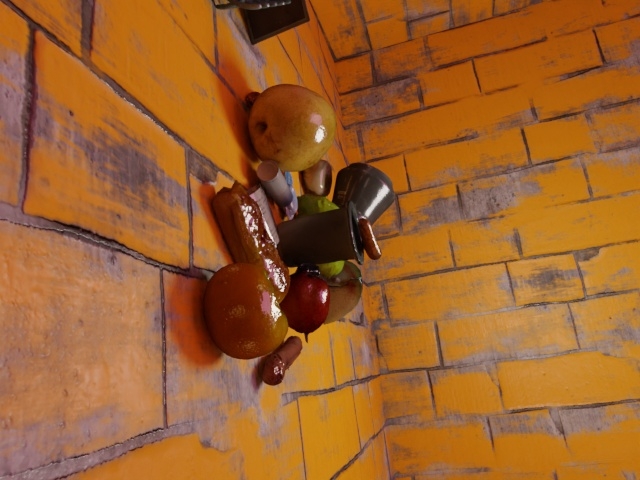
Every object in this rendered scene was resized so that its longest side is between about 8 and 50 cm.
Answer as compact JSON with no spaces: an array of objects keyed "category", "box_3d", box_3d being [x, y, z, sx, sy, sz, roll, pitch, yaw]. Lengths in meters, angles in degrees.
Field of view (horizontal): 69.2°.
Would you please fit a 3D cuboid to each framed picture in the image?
[{"category":"framed picture","box_3d":[-0.177,-0.887,1.724,0.018,0.293,0.231,-30,111,-50]}]

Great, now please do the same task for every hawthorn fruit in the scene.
[{"category":"hawthorn fruit","box_3d":[-0.061,0.221,1.555,0.189,0.190,0.251,19,69,-75]}]

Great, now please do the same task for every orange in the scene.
[{"category":"orange","box_3d":[-0.178,0.174,1.084,0.158,0.179,0.237,-62,141,-73]}]

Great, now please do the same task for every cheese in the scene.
[{"category":"cheese","box_3d":[-0.129,-0.188,1.848,0.135,0.052,0.244,63,20,-56]}]

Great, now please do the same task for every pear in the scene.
[{"category":"pear","box_3d":[-0.102,-0.385,1.599,0.314,0.315,0.314,-11,90,-77]}]

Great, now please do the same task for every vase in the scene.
[{"category":"vase","box_3d":[0.000,0.000,1.716,0.245,0.291,0.244,-12,90,-78]}]

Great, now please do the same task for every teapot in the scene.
[{"category":"teapot","box_3d":[0.144,-0.156,2.238,0.306,0.376,0.361,38,70,-26]}]

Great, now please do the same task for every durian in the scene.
[{"category":"durian","box_3d":[0.015,-0.016,1.956,0.256,0.205,0.339,50,25,-57]}]

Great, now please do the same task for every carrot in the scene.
[{"category":"carrot","box_3d":[0.180,-0.005,1.731,0.060,0.060,0.186,-80,149,-56]}]

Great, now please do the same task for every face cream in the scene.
[{"category":"face cream","box_3d":[-0.155,-0.192,1.618,0.250,0.077,0.077,67,16,-71]}]

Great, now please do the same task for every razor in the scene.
[{"category":"razor","box_3d":[-0.057,0.147,1.687,0.054,0.090,0.148,-104,-154,-55]}]

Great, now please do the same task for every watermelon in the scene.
[{"category":"watermelon","box_3d":[0.055,0.181,2.032,0.320,0.214,0.289,-51,-146,43]}]

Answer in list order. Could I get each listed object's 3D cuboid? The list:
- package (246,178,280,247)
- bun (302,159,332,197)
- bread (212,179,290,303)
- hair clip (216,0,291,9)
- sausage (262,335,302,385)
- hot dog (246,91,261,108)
[{"category":"package","box_3d":[-0.183,-0.083,1.529,0.251,0.062,0.203,-78,154,-67]},{"category":"bun","box_3d":[-0.021,-0.291,2.226,0.178,0.128,0.193,60,34,-57]},{"category":"bread","box_3d":[-0.188,0.004,1.338,0.185,0.109,0.380,-75,149,-60]},{"category":"hair clip","box_3d":[-0.226,-0.901,1.529,0.318,0.392,0.238,-57,149,-53]},{"category":"sausage","box_3d":[-0.115,0.364,1.425,0.304,0.078,0.078,-21,100,-79]},{"category":"hot dog","box_3d":[-0.234,-0.515,1.698,0.144,0.038,0.062,-68,145,-66]}]
